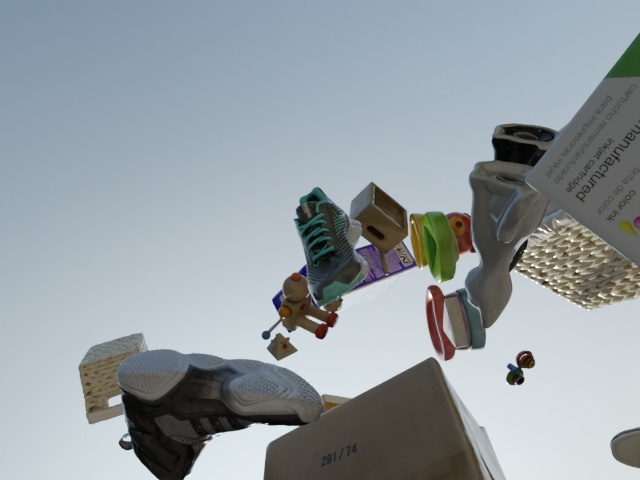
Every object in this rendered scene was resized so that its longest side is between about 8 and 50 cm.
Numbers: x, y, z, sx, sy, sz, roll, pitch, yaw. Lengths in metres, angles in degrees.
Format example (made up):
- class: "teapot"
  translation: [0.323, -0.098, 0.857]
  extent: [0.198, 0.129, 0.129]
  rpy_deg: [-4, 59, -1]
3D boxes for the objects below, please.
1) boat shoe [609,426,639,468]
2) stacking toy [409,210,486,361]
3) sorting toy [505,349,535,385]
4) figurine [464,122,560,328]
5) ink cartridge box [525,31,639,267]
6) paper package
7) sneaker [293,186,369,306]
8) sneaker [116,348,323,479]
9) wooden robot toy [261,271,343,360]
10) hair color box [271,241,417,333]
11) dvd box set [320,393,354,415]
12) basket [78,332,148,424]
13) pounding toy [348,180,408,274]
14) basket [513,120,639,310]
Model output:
- class: "boat shoe"
  translation: [0.375, 0.213, 0.569]
  extent: [0.125, 0.038, 0.046]
  rpy_deg: [-14, -82, 9]
- class: "stacking toy"
  translation: [0.274, 0.072, 1.018]
  extent: [0.131, 0.279, 0.308]
  rpy_deg: [-9, -99, 0]
- class: "sorting toy"
  translation: [0.489, 0.317, 1.282]
  extent: [0.061, 0.042, 0.101]
  rpy_deg: [9, -75, -26]
- class: "figurine"
  translation: [0.243, -0.017, 0.687]
  extent: [0.215, 0.093, 0.209]
  rpy_deg: [-48, -36, -48]
- class: "ink cartridge box"
  translation: [0.332, -0.038, 0.370]
  extent: [0.117, 0.278, 0.201]
  rpy_deg: [-2, -49, -49]
- class: "paper package"
  translation: [0.085, 0.366, 0.717]
  extent: [0.325, 0.309, 0.168]
  rpy_deg: [-31, -70, 11]
- class: "sneaker"
  translation: [0.000, 0.000, 0.511]
  extent: [0.065, 0.166, 0.076]
  rpy_deg: [-34, -70, 13]
- class: "sneaker"
  translation: [-0.137, 0.239, 0.697]
  extent: [0.269, 0.101, 0.152]
  rpy_deg: [9, -79, 2]
- class: "wooden robot toy"
  translation: [-0.016, 0.072, 0.677]
  extent: [0.173, 0.076, 0.078]
  rpy_deg: [-44, -42, -45]
- class: "hair color box"
  translation: [0.066, 0.105, 1.334]
  extent: [0.339, 0.185, 0.110]
  rpy_deg: [-14, -113, -41]
- class: "dvd box set"
  translation: [0.154, 0.534, 1.093]
  extent: [0.308, 0.420, 0.062]
  rpy_deg: [19, -55, -25]
- class: "basket"
  translation: [-0.358, 0.236, 0.937]
  extent: [0.113, 0.167, 0.103]
  rpy_deg: [-15, -86, -16]
- class: "pounding toy"
  translation: [0.128, -0.027, 1.151]
  extent: [0.141, 0.130, 0.100]
  rpy_deg: [37, -60, -15]
- class: "basket"
  translation: [0.557, -0.071, 1.030]
  extent: [0.267, 0.331, 0.328]
  rpy_deg: [34, -113, -2]
